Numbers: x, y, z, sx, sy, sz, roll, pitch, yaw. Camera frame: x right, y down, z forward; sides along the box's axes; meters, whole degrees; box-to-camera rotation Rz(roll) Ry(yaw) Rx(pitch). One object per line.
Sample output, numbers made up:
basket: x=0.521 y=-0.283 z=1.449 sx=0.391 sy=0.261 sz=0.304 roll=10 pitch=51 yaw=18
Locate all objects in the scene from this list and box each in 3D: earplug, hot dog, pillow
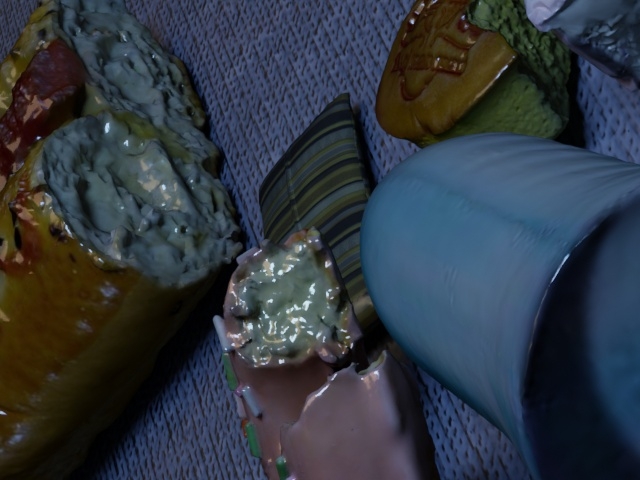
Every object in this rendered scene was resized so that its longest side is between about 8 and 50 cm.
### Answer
earplug: x=0.112 y=0.027 z=0.973 sx=0.185 sy=0.185 sz=0.324 roll=-67 pitch=25 yaw=2
hot dog: x=-0.249 y=0.030 z=1.489 sx=0.365 sy=0.196 sz=0.367 roll=-56 pitch=31 yaw=26
pillow: x=0.000 y=0.000 z=1.265 sx=0.113 sy=0.038 sz=0.203 roll=-47 pitch=37 yaw=31

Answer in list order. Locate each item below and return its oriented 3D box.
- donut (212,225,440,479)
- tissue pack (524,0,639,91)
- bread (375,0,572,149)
donut: x=0.006 y=0.115 z=1.054 sx=0.233 sy=0.085 sz=0.199 roll=-123 pitch=18 yaw=-62
tissue pack: x=0.192 y=-0.245 z=1.044 sx=0.201 sy=0.124 sz=0.271 roll=-44 pitch=38 yaw=35
bread: x=0.092 y=-0.106 z=1.127 sx=0.125 sy=0.086 sz=0.156 roll=-38 pitch=31 yaw=36
